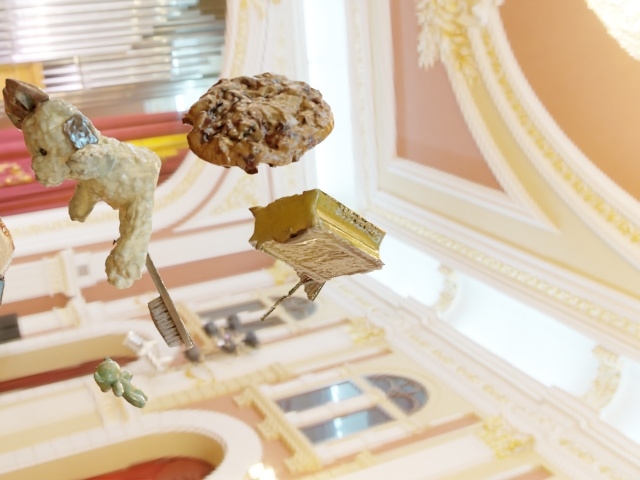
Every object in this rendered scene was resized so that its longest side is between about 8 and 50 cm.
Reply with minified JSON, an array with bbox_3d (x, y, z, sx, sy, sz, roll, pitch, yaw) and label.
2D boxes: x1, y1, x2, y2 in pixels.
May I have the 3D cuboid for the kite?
[{"bbox_3d":[-0.041,0.095,1.996,0.012,0.250,0.229,51,0,-21],"label":"kite"}]

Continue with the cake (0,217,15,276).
[{"bbox_3d":[-0.844,0.008,1.981,0.158,0.261,0.160,-84,175,-50],"label":"cake"}]

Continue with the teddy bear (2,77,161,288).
[{"bbox_3d":[-0.538,-0.118,1.904,0.327,0.362,0.376,152,-50,-66],"label":"teddy bear"}]

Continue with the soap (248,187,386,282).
[{"bbox_3d":[0.000,-0.002,1.414,0.135,0.233,0.076,-13,-112,27],"label":"soap"}]

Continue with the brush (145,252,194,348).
[{"bbox_3d":[-0.388,0.110,2.059,0.328,0.065,0.070,66,-8,-6],"label":"brush"}]

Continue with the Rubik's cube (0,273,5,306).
[{"bbox_3d":[-0.605,0.105,1.362,0.163,0.162,0.161,30,-64,23],"label":"Rubik's cube"}]

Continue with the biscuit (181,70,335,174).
[{"bbox_3d":[-0.128,-0.258,1.827,0.289,0.334,0.081,22,-47,18],"label":"biscuit"}]

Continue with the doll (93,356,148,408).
[{"bbox_3d":[-0.483,0.354,2.138,0.077,0.150,0.115,-49,-173,17],"label":"doll"}]
